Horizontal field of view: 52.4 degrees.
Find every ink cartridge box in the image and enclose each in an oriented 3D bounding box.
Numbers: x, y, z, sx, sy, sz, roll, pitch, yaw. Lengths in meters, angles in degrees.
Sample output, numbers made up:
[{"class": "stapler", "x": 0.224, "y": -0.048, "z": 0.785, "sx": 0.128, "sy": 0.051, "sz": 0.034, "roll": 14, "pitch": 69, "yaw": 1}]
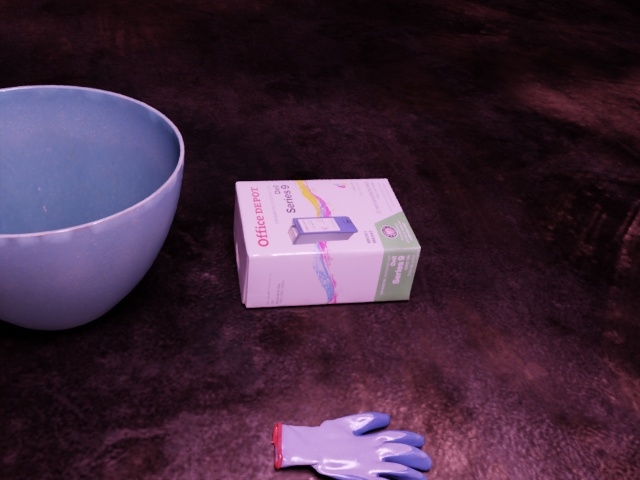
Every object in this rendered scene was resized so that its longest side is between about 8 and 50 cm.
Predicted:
[{"class": "ink cartridge box", "x": 0.000, "y": 0.000, "z": 0.829, "sx": 0.212, "sy": 0.093, "sz": 0.154, "roll": -3, "pitch": 39, "yaw": -11}]

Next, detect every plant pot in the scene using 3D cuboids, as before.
[{"class": "plant pot", "x": -0.295, "y": -0.017, "z": 0.710, "sx": 0.290, "sy": 0.196, "sz": 0.290, "roll": 5, "pitch": 37, "yaw": -4}]

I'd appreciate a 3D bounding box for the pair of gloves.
[{"class": "pair of gloves", "x": 0.030, "y": 0.237, "z": 0.586, "sx": 0.159, "sy": 0.023, "sz": 0.198, "roll": 3, "pitch": 37, "yaw": -3}]
